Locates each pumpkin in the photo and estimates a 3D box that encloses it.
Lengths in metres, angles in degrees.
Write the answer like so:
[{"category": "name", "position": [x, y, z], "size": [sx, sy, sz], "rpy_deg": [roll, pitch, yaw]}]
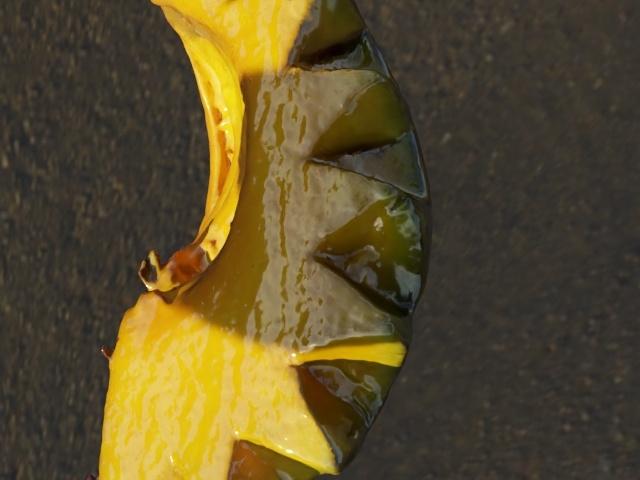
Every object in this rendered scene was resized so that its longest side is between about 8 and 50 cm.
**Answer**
[{"category": "pumpkin", "position": [0.000, 0.000, 0.648], "size": [0.130, 0.149, 0.254], "rpy_deg": [-6, 73, 24]}]
